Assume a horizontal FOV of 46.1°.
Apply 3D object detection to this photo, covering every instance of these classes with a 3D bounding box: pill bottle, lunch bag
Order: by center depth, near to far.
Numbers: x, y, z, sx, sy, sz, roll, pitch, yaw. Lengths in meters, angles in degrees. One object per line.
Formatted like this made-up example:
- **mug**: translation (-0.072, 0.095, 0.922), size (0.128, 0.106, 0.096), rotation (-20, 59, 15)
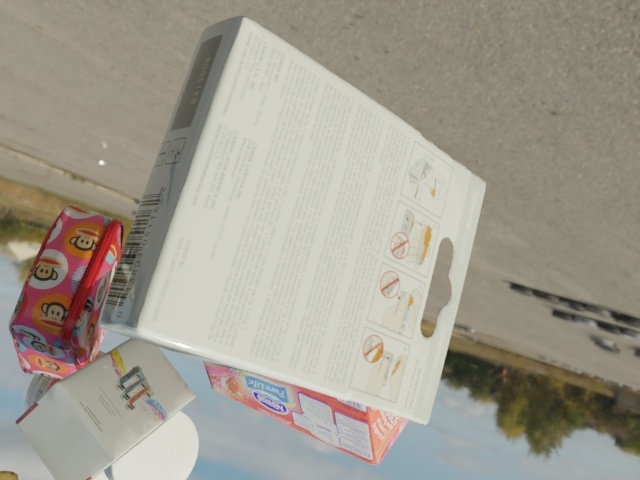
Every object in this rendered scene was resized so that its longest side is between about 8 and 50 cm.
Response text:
- **lunch bag**: translation (-0.397, 0.079, 1.222), size (0.120, 0.258, 0.293), rotation (17, 149, -6)
- **pill bottle**: translation (-0.419, 0.364, 1.506), size (0.229, 0.229, 0.407), rotation (22, 172, -38)

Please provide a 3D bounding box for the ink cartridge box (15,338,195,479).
- **ink cartridge box**: translation (-0.292, 0.233, 1.040), size (0.127, 0.128, 0.176), rotation (52, -148, 4)

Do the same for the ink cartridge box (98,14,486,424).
- **ink cartridge box**: translation (0.000, 0.000, 0.791), size (0.385, 0.308, 0.091), rotation (26, 163, -37)

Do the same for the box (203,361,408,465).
- **box**: translation (-0.017, 0.168, 1.063), size (0.300, 0.142, 0.154), rotation (16, 132, 32)

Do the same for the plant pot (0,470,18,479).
- **plant pot**: translation (-0.494, 0.368, 0.949), size (0.032, 0.236, 0.236), rotation (56, -171, 19)
